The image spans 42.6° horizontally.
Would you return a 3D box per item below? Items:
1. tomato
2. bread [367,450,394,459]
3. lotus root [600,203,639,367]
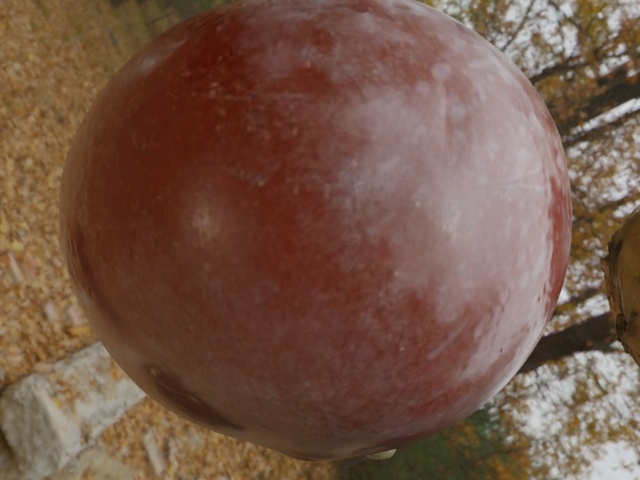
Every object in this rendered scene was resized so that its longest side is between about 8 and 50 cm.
[{"bbox_3d":[0.000,0.000,0.438,0.270,0.270,0.227,68,17,-76],"label":"tomato"},{"bbox_3d":[0.082,0.339,1.400,0.053,0.073,0.214,62,7,34],"label":"bread"},{"bbox_3d":[0.368,0.017,0.611,0.183,0.310,0.182,41,40,-46],"label":"lotus root"}]
